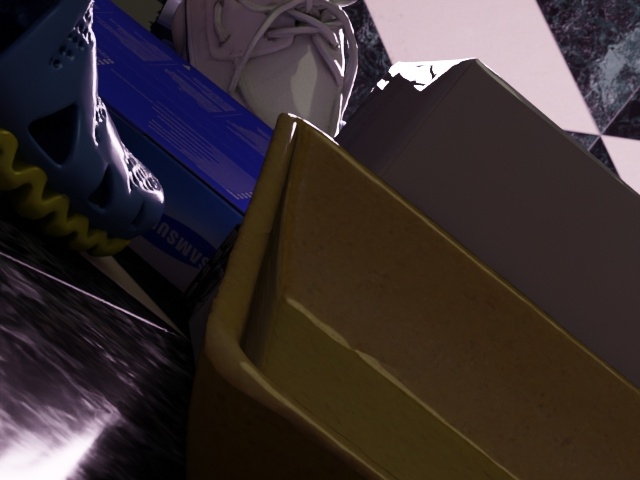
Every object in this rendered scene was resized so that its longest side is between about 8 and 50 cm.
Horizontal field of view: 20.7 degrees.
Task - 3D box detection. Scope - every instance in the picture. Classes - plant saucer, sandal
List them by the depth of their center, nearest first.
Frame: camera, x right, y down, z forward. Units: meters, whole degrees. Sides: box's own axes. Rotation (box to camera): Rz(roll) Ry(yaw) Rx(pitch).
[{"bbox_3d":[0.082,0.113,0.621,0.332,0.081,0.333,39,13,-7],"label":"plant saucer"},{"bbox_3d":[-0.159,-0.112,0.900,0.126,0.138,0.317,40,-10,42],"label":"sandal"}]

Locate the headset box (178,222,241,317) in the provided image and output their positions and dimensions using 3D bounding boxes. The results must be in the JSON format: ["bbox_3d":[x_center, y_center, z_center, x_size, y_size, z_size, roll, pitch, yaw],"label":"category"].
[{"bbox_3d":[-0.050,0.030,1.066,0.032,0.062,0.083,37,1,-19],"label":"headset box"}]

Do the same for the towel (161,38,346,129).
[{"bbox_3d":[-0.038,-0.044,1.426,0.243,0.040,0.336,23,25,-17],"label":"towel"}]

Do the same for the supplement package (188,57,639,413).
[{"bbox_3d":[0.069,0.043,0.904,0.198,0.199,0.263,38,1,-7],"label":"supplement package"}]

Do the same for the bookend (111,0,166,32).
[{"bbox_3d":[-0.220,-0.139,1.461,0.072,0.156,0.157,38,46,-20],"label":"bookend"}]

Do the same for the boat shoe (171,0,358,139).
[{"bbox_3d":[-0.029,-0.164,1.427,0.135,0.156,0.367,22,25,-20],"label":"boat shoe"}]

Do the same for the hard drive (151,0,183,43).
[{"bbox_3d":[-0.136,-0.122,1.663,0.254,0.172,0.054,40,16,-43],"label":"hard drive"}]

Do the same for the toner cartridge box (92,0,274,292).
[{"bbox_3d":[-0.146,-0.091,1.237,0.348,0.075,0.165,39,23,16],"label":"toner cartridge box"}]
